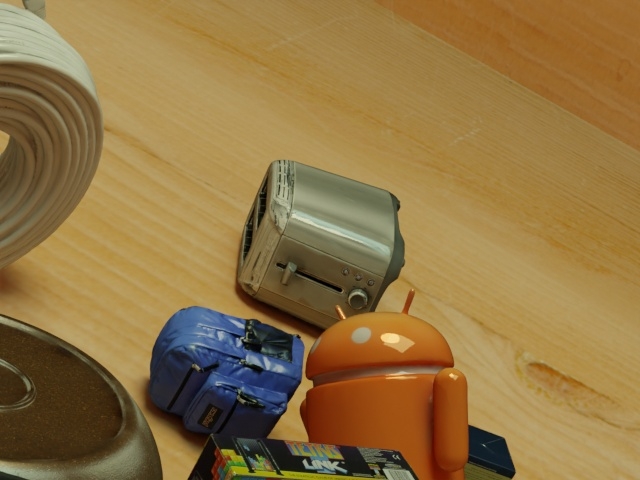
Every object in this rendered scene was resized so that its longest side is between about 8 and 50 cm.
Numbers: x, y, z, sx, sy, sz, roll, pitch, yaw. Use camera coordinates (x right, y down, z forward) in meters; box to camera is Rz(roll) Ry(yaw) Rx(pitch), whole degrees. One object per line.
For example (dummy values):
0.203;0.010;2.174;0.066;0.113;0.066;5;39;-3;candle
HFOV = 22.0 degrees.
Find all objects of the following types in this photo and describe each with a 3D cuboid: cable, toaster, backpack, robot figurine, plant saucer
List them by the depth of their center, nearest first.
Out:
-0.257;0.119;1.210;0.311;0.050;0.310;19;19;-7;plant saucer
0.050;0.154;1.342;0.128;0.219;0.158;-3;-11;-3;robot figurine
-0.301;-0.075;1.365;0.089;0.257;0.257;53;-9;39;cable
-0.084;0.115;1.398;0.120;0.098;0.101;23;31;-13;backpack
0.000;0.000;1.712;0.146;0.129;0.227;21;24;-9;toaster

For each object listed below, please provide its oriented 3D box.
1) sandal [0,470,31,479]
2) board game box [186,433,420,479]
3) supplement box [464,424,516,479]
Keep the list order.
-0.341;0.176;0.906;0.446;0.167;0.107;12;48;-34;sandal
-0.029;0.212;1.185;0.170;0.141;0.048;11;29;-35;board game box
0.112;0.206;1.436;0.083;0.083;0.056;22;22;-14;supplement box
